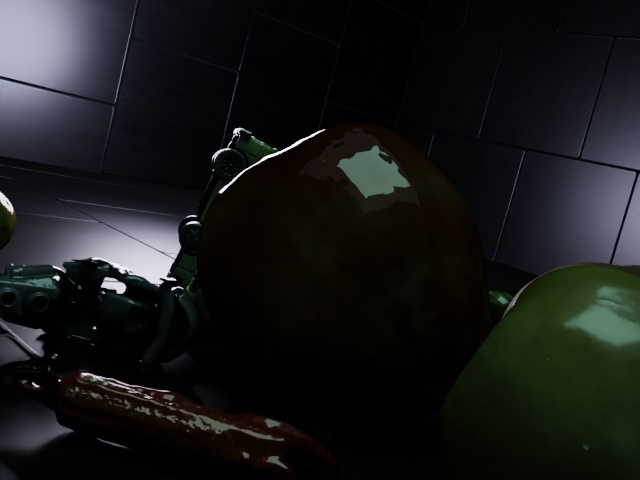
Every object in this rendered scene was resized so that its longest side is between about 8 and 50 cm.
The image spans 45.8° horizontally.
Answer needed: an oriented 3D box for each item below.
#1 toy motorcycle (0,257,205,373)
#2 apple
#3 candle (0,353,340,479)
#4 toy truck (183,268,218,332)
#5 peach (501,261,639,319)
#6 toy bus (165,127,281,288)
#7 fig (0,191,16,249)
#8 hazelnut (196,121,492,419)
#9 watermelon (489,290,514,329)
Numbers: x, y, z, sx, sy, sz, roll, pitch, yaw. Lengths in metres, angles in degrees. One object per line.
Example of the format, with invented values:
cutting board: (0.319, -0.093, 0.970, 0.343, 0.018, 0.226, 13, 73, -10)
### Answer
toy motorcycle: (-0.240, 0.076, 0.842, 0.270, 0.106, 0.159, 14, -1, -39)
apple: (0.228, 0.148, 0.621, 0.262, 0.262, 0.262, 14, 7, -2)
candle: (-0.128, 0.152, 0.639, 0.301, 0.059, 0.084, 16, -5, 0)
toy truck: (-0.144, 0.061, 1.094, 0.085, 0.116, 0.191, 42, 27, -9)
peach: (0.365, 0.144, 0.924, 0.292, 0.247, 0.292, 23, -14, 6)
toy bus: (-0.135, -0.031, 1.243, 0.164, 0.276, 0.133, 25, 3, -12)
fig: (-0.513, -0.034, 1.089, 0.136, 0.121, 0.153, 10, 7, -1)
hazelnut: (0.036, 0.041, 0.898, 0.366, 0.366, 0.366, 14, 7, -2)
watermelon: (0.355, 0.149, 1.538, 0.109, 0.109, 0.109, 14, 7, -2)
